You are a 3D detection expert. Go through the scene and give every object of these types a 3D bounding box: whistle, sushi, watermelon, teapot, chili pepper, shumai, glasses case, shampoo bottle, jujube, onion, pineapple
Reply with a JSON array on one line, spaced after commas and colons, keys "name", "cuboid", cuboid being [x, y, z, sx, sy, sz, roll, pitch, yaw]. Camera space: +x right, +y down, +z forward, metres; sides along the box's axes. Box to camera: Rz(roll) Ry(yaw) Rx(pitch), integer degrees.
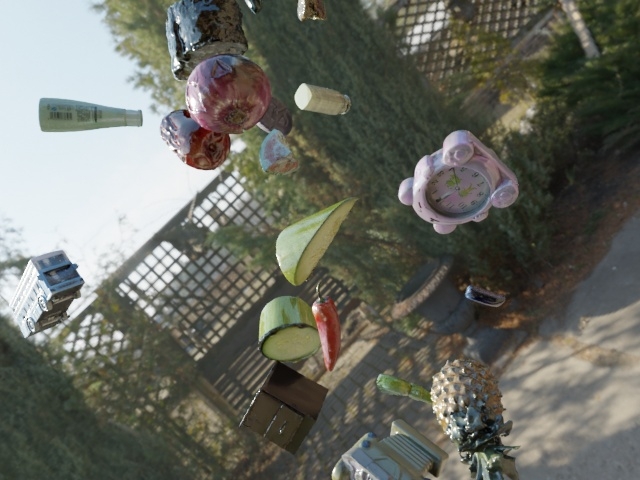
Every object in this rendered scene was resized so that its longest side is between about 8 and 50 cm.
[{"name": "whistle", "cuboid": [0.262, 0.450, 1.579, 0.104, 0.198, 0.057, 110, -179, -76]}, {"name": "sushi", "cuboid": [-0.343, -0.588, 1.546, 0.211, 0.171, 0.350, -13, 4, -22]}, {"name": "watermelon", "cuboid": [-0.068, -0.157, 0.933, 0.061, 0.085, 0.085, -3, 38, 50]}, {"name": "teapot", "cuboid": [0.006, -0.487, 1.812, 0.200, 0.107, 0.077, -2, -39, -44]}, {"name": "chili pepper", "cuboid": [0.021, 0.242, 1.506, 0.071, 0.272, 0.063, -9, 13, 4]}, {"name": "shumai", "cuboid": [-0.038, -0.830, 1.834, 0.105, 0.139, 0.123, -16, -40, -20]}, {"name": "glasses case", "cuboid": [0.351, 0.123, 1.133, 0.023, 0.083, 0.033, -73, 1, -51]}, {"name": "shampoo bottle", "cuboid": [-0.456, -0.248, 1.058, 0.190, 0.069, 0.041, -1, -10, -13]}, {"name": "jujube", "cuboid": [-0.359, -0.291, 1.498, 0.155, 0.230, 0.155, -31, -40, -30]}, {"name": "onion", "cuboid": [-0.222, -0.373, 1.316, 0.200, 0.207, 0.200, -55, 22, 35]}, {"name": "pineapple", "cuboid": [0.317, 0.388, 1.098, 0.169, 0.169, 0.340, -43, 9, 18]}]

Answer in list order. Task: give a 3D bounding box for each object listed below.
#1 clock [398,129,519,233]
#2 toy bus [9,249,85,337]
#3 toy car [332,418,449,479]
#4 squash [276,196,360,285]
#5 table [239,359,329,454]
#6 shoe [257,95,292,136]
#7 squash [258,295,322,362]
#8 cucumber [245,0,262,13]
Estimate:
[{"name": "clock", "cuboid": [0.439, -0.174, 1.728, 0.322, 0.295, 0.113, -39, 22, 38]}, {"name": "toy bus", "cuboid": [-0.739, 0.150, 1.424, 0.106, 0.131, 0.297, -25, -13, -49]}, {"name": "toy car", "cuboid": [0.174, 0.661, 1.348, 0.226, 0.242, 0.336, -23, -53, -38]}, {"name": "squash", "cuboid": [0.000, 0.000, 1.372, 0.252, 0.169, 0.093, -24, -18, 34]}, {"name": "table", "cuboid": [-0.111, 0.521, 1.645, 0.169, 0.193, 0.172, -62, -3, 26]}, {"name": "shoe", "cuboid": [-0.191, -0.396, 1.556, 0.095, 0.245, 0.137, -52, 24, -11]}, {"name": "squash", "cuboid": [-0.102, 0.308, 1.766, 0.220, 0.220, 0.133, -43, 33, 21]}, {"name": "cucumber", "cuboid": [-0.200, -0.718, 1.574, 0.048, 0.105, 0.048, -24, -16, -7]}]
